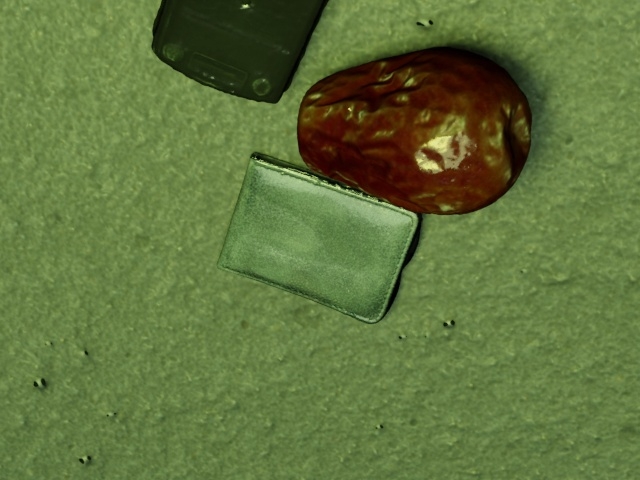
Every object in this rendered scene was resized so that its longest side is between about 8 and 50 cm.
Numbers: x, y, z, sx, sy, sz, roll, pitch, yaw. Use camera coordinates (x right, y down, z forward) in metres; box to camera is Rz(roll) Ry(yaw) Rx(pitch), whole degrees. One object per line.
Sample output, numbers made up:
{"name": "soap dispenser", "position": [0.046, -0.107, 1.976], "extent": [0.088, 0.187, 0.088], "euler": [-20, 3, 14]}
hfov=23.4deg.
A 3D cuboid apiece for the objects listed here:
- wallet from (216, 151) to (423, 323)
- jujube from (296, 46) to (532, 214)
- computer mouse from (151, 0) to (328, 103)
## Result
{"name": "wallet", "position": [0.000, -0.001, 1.838], "extent": [0.222, 0.036, 0.167], "euler": [18, 119, 1]}
{"name": "jujube", "position": [0.099, -0.121, 1.680], "extent": [0.255, 0.190, 0.190], "euler": [7, 119, 19]}
{"name": "computer mouse", "position": [-0.071, -0.284, 1.663], "extent": [0.170, 0.100, 0.269], "euler": [24, 125, -5]}
